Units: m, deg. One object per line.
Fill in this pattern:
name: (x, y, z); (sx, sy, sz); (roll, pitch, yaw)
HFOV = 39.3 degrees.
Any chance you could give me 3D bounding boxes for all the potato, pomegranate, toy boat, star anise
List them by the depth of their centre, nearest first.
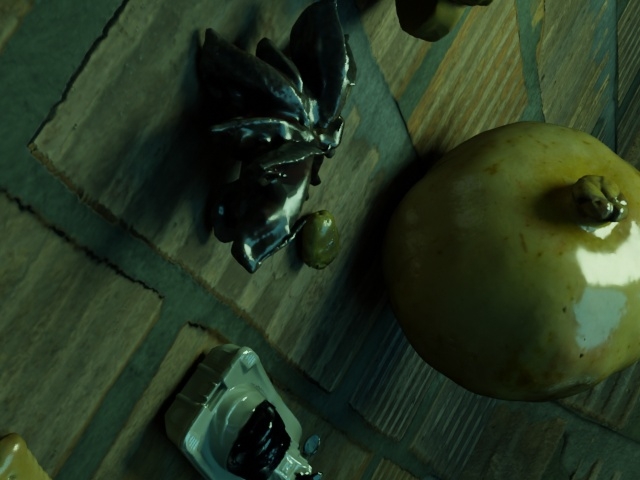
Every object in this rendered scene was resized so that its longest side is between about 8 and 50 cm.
star anise: (-0.035, -0.100, 0.823); (0.212, 0.129, 0.283); (78, 34, -60)
toy boat: (-0.073, 0.233, 1.031); (0.141, 0.140, 0.269); (-54, 139, -22)
potato: (0.000, 0.000, 1.062); (0.051, 0.040, 0.083); (-51, 153, -38)
pomegranate: (0.298, 0.024, 1.245); (0.411, 0.411, 0.411); (-44, 147, -38)

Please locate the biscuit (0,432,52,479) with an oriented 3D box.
biscuit: (-0.281, 0.286, 0.788); (0.160, 0.030, 0.250); (-49, 150, -31)

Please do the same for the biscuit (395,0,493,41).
biscuit: (0.167, -0.357, 0.849); (0.376, 0.051, 0.269); (121, -28, -47)
